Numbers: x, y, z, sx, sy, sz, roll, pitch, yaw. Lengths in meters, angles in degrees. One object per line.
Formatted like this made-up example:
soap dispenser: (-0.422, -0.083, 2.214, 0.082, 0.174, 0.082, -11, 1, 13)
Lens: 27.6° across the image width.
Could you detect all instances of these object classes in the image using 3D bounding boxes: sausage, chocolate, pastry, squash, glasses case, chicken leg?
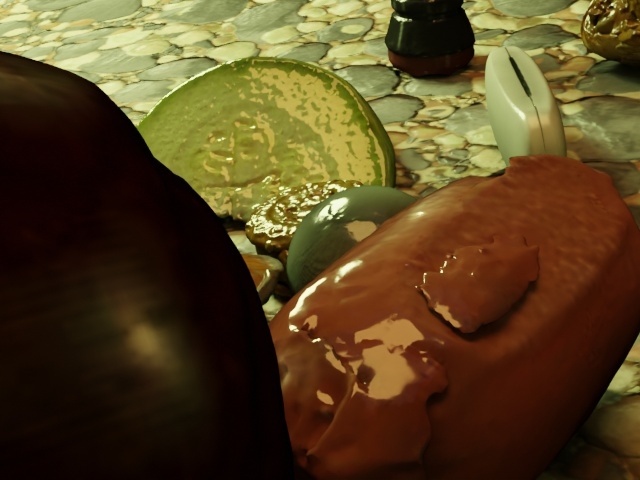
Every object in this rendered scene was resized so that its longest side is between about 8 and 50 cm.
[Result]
sausage: (0.067, 0.056, 0.661, 0.152, 0.152, 0.280, 12, 33, 34)
chocolate: (-0.183, 0.099, 0.485, 0.331, 0.383, 0.384, -8, 22, -38)
pastry: (0.000, 0.000, 0.906, 0.097, 0.057, 0.109, -18, 26, -9)
squash: (-0.026, -0.074, 1.088, 0.237, 0.155, 0.204, 10, 68, 19)
glasses case: (0.161, -0.096, 1.029, 0.049, 0.074, 0.193, -10, 26, 2)
chicken leg: (0.335, -0.190, 1.161, 0.208, 0.085, 0.101, 14, -10, 24)

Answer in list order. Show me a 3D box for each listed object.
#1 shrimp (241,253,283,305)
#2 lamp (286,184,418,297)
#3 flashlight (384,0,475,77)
shrimp: (-0.085, 0.052, 0.763, 0.164, 0.062, 0.317, -29, 17, -15)
lamp: (0.031, 0.018, 0.805, 0.105, 0.105, 0.105, -6, 27, 3)
flashlight: (0.099, -0.275, 1.225, 0.093, 0.232, 0.093, -4, 26, 2)
